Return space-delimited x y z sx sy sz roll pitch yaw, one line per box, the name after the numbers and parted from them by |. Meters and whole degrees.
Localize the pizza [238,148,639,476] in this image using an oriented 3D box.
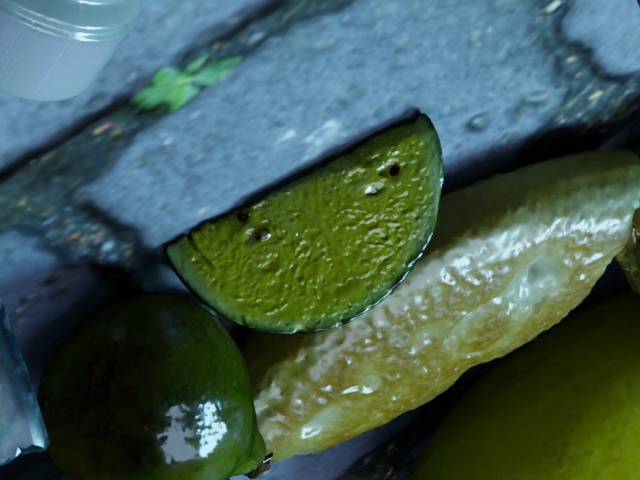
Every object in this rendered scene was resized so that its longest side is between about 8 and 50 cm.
0.068 0.051 1.162 0.365 0.074 0.182 -35 148 6 | pizza

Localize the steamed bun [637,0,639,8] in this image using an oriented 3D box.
0.267 -0.153 0.813 0.339 0.247 0.352 55 49 -33 | steamed bun

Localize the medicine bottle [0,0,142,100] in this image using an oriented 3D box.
-0.062 -0.193 0.644 0.161 0.111 0.296 5 135 -46 | medicine bottle

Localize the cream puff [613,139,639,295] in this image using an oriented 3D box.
0.287 -0.016 1.208 0.189 0.129 0.189 -20 146 -15 | cream puff

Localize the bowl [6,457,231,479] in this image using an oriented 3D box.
-0.157 0.236 1.162 0.289 0.146 0.289 -22 150 -13 | bowl

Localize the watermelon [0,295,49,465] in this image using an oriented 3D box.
-0.256 0.027 0.664 0.283 0.250 0.292 -27 148 3 | watermelon

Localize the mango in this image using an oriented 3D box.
0.267 0.151 1.366 0.445 0.220 0.301 -39 145 -5 | mango

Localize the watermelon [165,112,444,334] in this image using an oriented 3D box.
0.005 0.009 1.040 0.181 0.075 0.092 -26 146 -7 | watermelon

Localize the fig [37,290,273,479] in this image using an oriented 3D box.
-0.081 0.116 1.038 0.185 0.126 0.133 38 96 -26 | fig
